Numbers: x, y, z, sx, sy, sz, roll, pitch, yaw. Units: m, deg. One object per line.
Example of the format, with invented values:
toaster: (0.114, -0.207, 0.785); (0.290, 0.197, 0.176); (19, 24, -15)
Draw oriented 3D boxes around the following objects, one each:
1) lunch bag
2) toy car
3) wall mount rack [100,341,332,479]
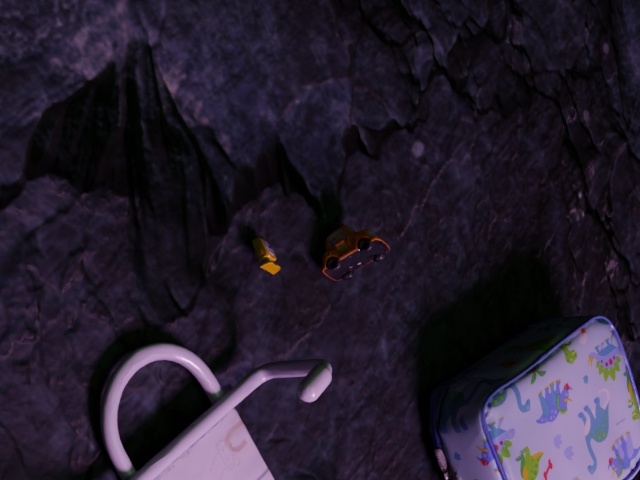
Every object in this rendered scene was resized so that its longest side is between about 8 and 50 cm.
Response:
lunch bag: (0.203, 0.179, 1.405); (0.219, 0.090, 0.176); (-31, 105, -40)
toy car: (0.000, 0.000, 1.261); (0.122, 0.060, 0.040); (12, 46, -48)
wall mount rack: (-0.063, 0.255, 1.123); (0.304, 0.130, 0.350); (-41, 112, -37)
